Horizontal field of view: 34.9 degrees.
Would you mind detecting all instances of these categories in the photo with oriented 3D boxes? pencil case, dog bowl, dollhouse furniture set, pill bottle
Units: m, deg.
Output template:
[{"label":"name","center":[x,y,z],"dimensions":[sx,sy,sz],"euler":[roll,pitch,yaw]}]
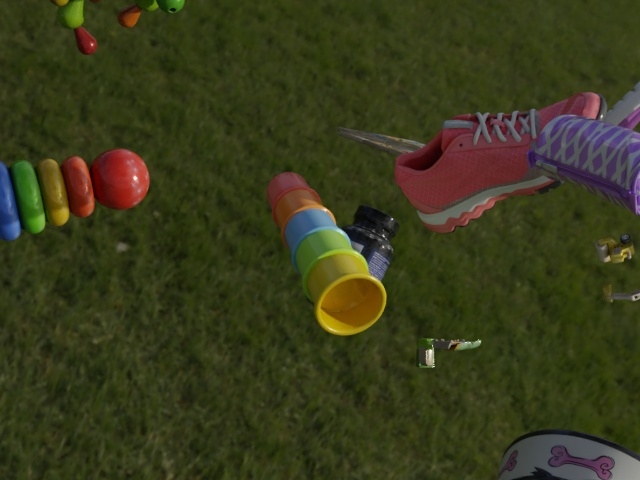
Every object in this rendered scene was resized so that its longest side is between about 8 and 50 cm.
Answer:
[{"label":"pencil case","center":[0.317,-0.085,1.132],"dimensions":[0.088,0.086,0.206],"euler":[-17,21,-18]},{"label":"dog bowl","center":[0.499,0.554,1.919],"dimensions":[0.408,0.408,0.150],"euler":[34,51,11]},{"label":"dollhouse furniture set","center":[0.239,0.221,1.983],"dimensions":[0.076,0.058,0.152],"euler":[3,-5,-30]},{"label":"pill bottle","center":[0.070,0.047,2.022],"dimensions":[0.123,0.219,0.123],"euler":[26,-10,5]}]

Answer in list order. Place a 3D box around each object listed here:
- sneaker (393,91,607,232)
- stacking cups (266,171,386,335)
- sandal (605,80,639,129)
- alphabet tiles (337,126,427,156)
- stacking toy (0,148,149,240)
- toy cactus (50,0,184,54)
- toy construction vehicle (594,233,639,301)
[{"label":"sneaker","center":[0.231,-0.122,1.373],"dimensions":[0.136,0.314,0.116],"euler":[43,35,-26]},{"label":"stacking cups","center":[0.000,0.000,1.397],"dimensions":[0.096,0.096,0.316],"euler":[12,27,-23]},{"label":"sandal","center":[0.562,-0.219,1.654],"dimensions":[0.102,0.416,0.169],"euler":[53,34,13]},{"label":"alphabet tiles","center":[0.205,-0.152,1.827],"dimensions":[0.285,0.011,0.342],"euler":[25,15,40]},{"label":"stacking toy","center":[-0.407,-0.067,1.439],"dimensions":[0.330,0.141,0.141],"euler":[-14,46,-18]},{"label":"toy cactus","center":[-0.207,-0.298,1.023],"dimensions":[0.180,0.219,0.112],"euler":[54,33,-15]},{"label":"toy construction vehicle","center":[0.342,0.024,1.068],"dimensions":[0.098,0.086,0.035],"euler":[-11,36,11]}]
